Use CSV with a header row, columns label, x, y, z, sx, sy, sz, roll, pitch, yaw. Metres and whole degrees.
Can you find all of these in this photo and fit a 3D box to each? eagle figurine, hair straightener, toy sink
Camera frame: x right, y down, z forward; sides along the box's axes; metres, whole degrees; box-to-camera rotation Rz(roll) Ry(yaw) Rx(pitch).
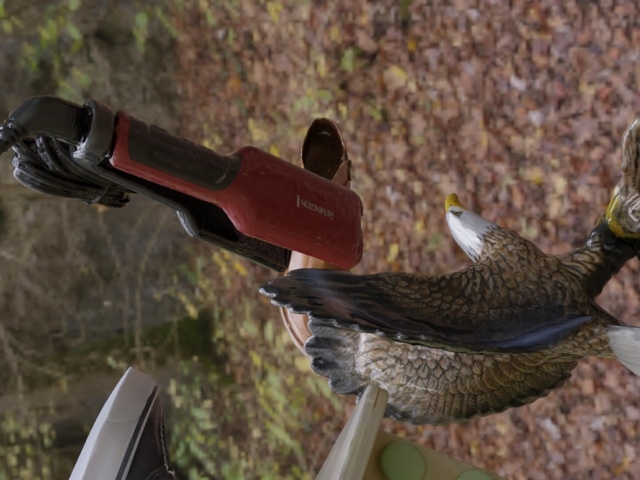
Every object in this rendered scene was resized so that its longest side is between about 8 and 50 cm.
label,x,y,z,sx,sy,sz,roll,pitch,yaw
eagle figurine,0.129,0.051,0.883,0.226,0.298,0.225,62,175,-22
hair straightener,-0.074,-0.018,0.477,0.089,0.230,0.047,-5,81,32
toy sink,0.047,0.230,0.782,0.234,0.131,0.152,110,-179,-54

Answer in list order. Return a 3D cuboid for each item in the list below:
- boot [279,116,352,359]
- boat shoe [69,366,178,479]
label,x,y,z,sx,sy,sz,roll,pitch,yaw
boot,0.000,0.000,1.026,0.152,0.073,0.197,100,162,-54
boat shoe,-0.137,0.214,0.807,0.108,0.102,0.301,-60,14,28
